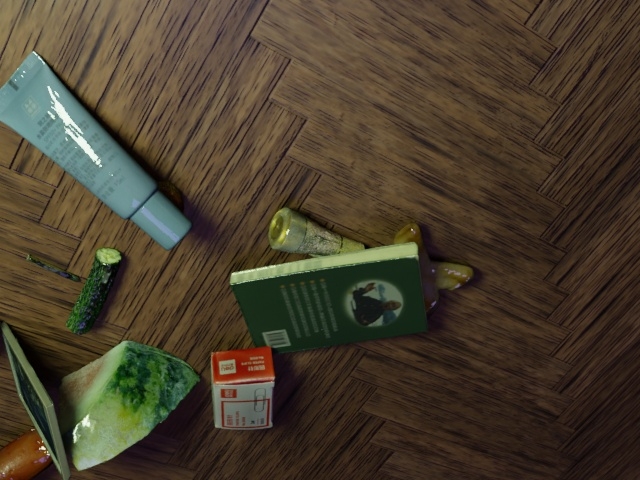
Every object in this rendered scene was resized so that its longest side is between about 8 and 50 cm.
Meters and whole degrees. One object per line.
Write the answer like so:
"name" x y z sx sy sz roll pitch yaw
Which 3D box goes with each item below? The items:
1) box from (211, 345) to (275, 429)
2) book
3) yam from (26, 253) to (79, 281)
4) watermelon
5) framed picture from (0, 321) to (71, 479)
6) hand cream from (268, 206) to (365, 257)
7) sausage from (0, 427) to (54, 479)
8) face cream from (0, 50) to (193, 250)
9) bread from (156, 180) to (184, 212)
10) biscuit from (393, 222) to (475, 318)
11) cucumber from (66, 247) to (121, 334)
"box" -0.166 0.319 1.635 0.133 0.099 0.182 -2 136 -10
"book" 0.026 0.127 1.554 0.370 0.043 0.260 -9 137 4
"yam" -0.511 0.055 1.466 0.107 0.014 0.014 30 114 -27
"watermelon" -0.410 0.346 1.587 0.310 0.231 0.193 -52 127 -30
"framed picture" -0.552 0.308 1.483 0.019 0.281 0.209 -20 128 -30
"hand cream" 0.000 0.000 1.496 0.203 0.084 0.084 17 119 -29
"sausage" -0.705 0.515 1.686 0.330 0.102 0.102 -31 123 9
"face cream" -0.379 -0.135 1.305 0.135 0.086 0.385 -41 104 17
"bread" -0.291 -0.063 1.404 0.084 0.053 0.085 -5 124 -7
"biscuit" 0.201 0.067 1.587 0.207 0.047 0.164 35 110 -28
"cucumber" -0.437 0.097 1.486 0.058 0.058 0.187 20 116 -22
